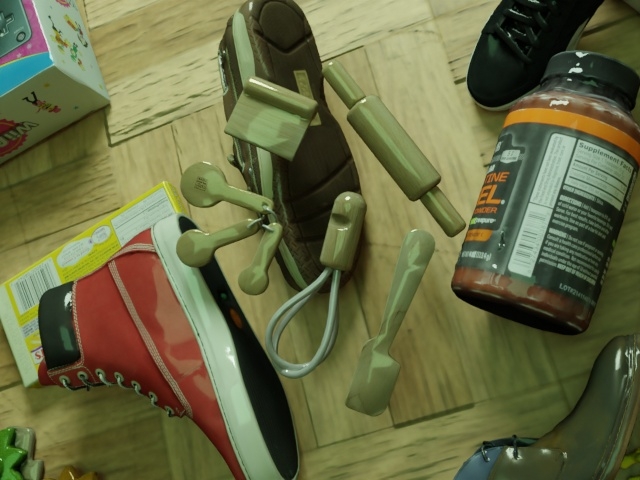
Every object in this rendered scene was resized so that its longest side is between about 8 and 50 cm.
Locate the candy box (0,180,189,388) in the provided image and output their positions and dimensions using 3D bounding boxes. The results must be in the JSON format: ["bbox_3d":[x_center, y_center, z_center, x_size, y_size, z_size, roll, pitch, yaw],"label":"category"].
[{"bbox_3d":[-0.202,0.042,0.735,0.206,0.027,0.105,-31,73,9],"label":"candy box"}]

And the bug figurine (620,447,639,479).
[{"bbox_3d":[0.330,0.173,0.510,0.279,0.072,0.216,-35,69,7],"label":"bug figurine"}]

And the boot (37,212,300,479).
[{"bbox_3d":[-0.134,0.123,0.656,0.176,0.088,0.244,-30,76,9],"label":"boot"}]

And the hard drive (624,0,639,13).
[{"bbox_3d":[0.331,-0.278,0.633,0.233,0.047,0.353,-42,68,5],"label":"hard drive"}]

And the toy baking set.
[{"bbox_3d":[0.004,-0.006,0.607,0.197,0.030,0.256,-42,83,7],"label":"toy baking set"}]

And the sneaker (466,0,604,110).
[{"bbox_3d":[0.169,-0.197,0.598,0.079,0.121,0.217,50,114,23],"label":"sneaker"}]

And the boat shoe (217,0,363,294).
[{"bbox_3d":[-0.033,-0.076,0.691,0.095,0.095,0.257,-20,76,50],"label":"boat shoe"}]

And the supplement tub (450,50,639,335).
[{"bbox_3d":[0.174,-0.037,0.594,0.106,0.106,0.198,17,82,21],"label":"supplement tub"}]

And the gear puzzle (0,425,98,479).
[{"bbox_3d":[-0.339,0.248,0.719,0.339,0.044,0.175,1,77,18],"label":"gear puzzle"}]

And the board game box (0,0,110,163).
[{"bbox_3d":[-0.373,-0.226,0.819,0.224,0.097,0.303,-28,71,10],"label":"board game box"}]

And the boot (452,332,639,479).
[{"bbox_3d":[0.152,0.154,0.567,0.106,0.082,0.219,21,86,18],"label":"boot"}]
